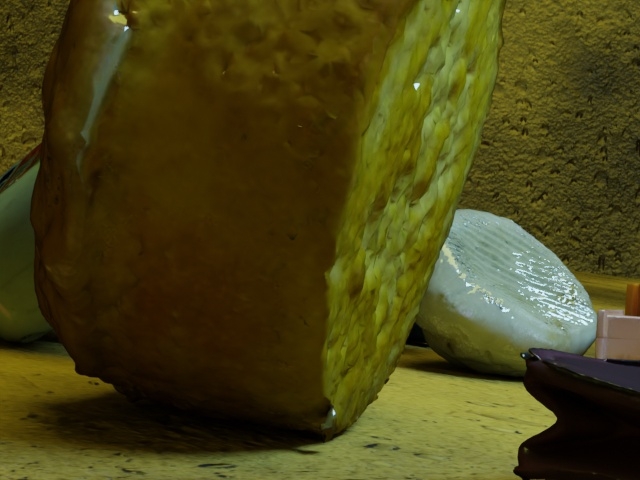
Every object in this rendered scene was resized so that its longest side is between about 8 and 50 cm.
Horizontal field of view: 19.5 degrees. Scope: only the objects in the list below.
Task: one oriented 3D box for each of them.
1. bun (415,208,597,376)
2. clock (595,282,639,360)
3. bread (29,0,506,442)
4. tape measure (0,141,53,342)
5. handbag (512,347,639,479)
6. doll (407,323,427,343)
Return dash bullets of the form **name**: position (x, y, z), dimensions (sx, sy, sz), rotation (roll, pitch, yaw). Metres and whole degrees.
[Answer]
- **bun**: position (0.141, 0.059, 1.558), dimensions (0.183, 0.102, 0.183), rotation (25, 28, -14)
- **clock**: position (0.362, 0.091, 1.474), dimensions (0.255, 0.106, 0.220), rotation (2, -1, 31)
- **bread**: position (-0.028, -0.084, 1.095), dimensions (0.215, 0.398, 0.398), rotation (18, 5, 14)
- **tape measure**: position (-0.173, -0.027, 1.434), dimensions (0.125, 0.246, 0.243), rotation (49, 8, -9)
- **handbag**: position (0.230, 0.109, 0.947), dimensions (0.216, 0.074, 0.203), rotation (11, 5, 44)
- **doll**: position (0.084, 0.080, 1.755), dimensions (0.037, 0.027, 0.125), rotation (29, -10, -30)
